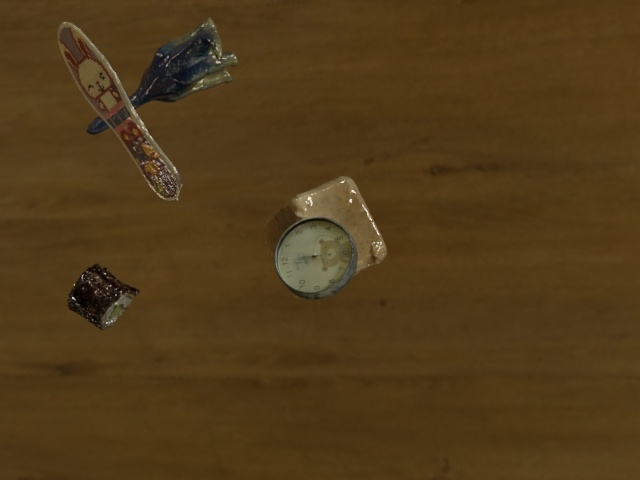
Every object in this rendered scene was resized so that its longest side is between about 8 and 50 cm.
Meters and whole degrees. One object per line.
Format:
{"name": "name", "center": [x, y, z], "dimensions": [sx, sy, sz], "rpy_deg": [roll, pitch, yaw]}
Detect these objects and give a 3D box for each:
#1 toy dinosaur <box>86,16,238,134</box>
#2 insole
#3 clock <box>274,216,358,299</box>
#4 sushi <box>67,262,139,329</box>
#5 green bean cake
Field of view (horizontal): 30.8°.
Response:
{"name": "toy dinosaur", "center": [-0.188, -0.180, 1.332], "dimensions": [0.188, 0.247, 0.075], "rpy_deg": [-30, 97, -9]}
{"name": "insole", "center": [-0.191, -0.119, 1.101], "dimensions": [0.065, 0.004, 0.197], "rpy_deg": [-21, 105, 51]}
{"name": "clock", "center": [-0.005, 0.016, 1.150], "dimensions": [0.085, 0.085, 0.017], "rpy_deg": [2, 161, 15]}
{"name": "sushi", "center": [-0.356, 0.087, 1.898], "dimensions": [0.084, 0.098, 0.094], "rpy_deg": [33, 161, 11]}
{"name": "green bean cake", "center": [0.000, 0.000, 1.341], "dimensions": [0.109, 0.085, 0.179], "rpy_deg": [64, 161, 1]}
